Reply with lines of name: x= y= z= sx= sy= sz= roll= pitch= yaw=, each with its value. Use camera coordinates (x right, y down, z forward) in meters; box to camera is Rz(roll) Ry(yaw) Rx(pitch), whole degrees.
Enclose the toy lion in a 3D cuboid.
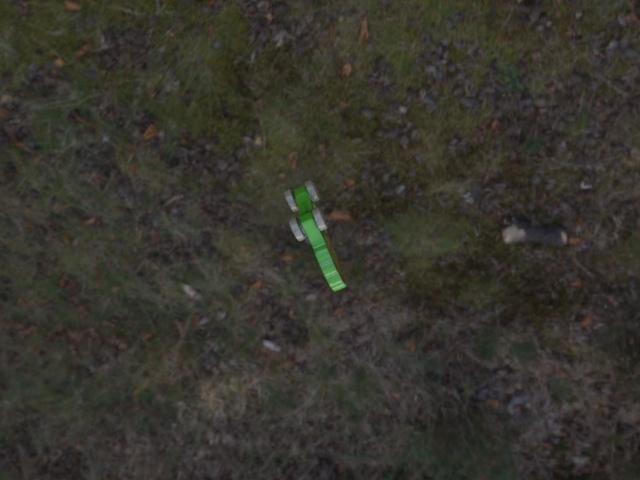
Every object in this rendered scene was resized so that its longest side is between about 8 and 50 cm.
toy lion: x=0.000 y=0.000 z=0.763 sx=0.034 sy=0.100 sz=0.096 roll=-24 pitch=121 yaw=6
